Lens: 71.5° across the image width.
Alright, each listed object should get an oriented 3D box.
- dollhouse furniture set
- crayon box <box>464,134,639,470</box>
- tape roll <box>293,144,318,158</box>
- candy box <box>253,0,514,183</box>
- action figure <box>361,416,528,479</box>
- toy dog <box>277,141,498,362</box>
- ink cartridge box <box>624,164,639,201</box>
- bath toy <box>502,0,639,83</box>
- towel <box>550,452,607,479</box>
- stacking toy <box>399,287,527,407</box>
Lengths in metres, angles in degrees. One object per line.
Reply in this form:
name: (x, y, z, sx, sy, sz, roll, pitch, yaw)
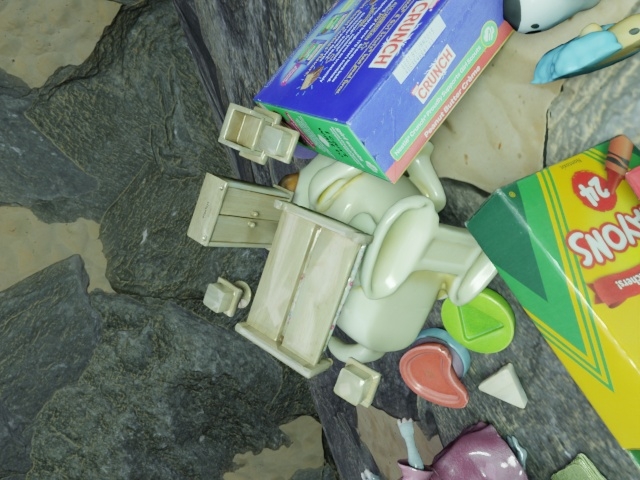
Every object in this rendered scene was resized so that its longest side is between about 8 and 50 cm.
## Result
dollhouse furniture set: (0.000, 0.000, 0.653, 0.355, 0.173, 0.304, 26, 102, 29)
crayon box: (0.326, 0.058, 0.451, 0.319, 0.202, 0.081, 60, 158, 18)
tape roll: (-0.026, -0.286, 1.002, 0.080, 0.188, 0.189, 50, 153, 38)
candy box: (0.071, -0.257, 0.666, 0.122, 0.268, 0.317, 41, 178, -34)
action figure: (0.232, 0.524, 0.914, 0.276, 0.369, 0.248, 54, 154, 38)
toy dog: (0.086, -0.024, 0.823, 0.408, 0.284, 0.396, 55, 136, 46)
ink cartridge box: (0.407, 0.012, 0.319, 0.273, 0.114, 0.197, 65, 159, 10)
bath toy: (0.211, -0.333, 0.439, 0.151, 0.128, 0.349, -22, 90, 58)
towel: (0.449, 0.431, 0.746, 0.148, 0.027, 0.110, 89, 161, -46)
stacking toy: (0.278, 0.180, 0.907, 0.279, 0.130, 0.309, -4, 112, 42)
